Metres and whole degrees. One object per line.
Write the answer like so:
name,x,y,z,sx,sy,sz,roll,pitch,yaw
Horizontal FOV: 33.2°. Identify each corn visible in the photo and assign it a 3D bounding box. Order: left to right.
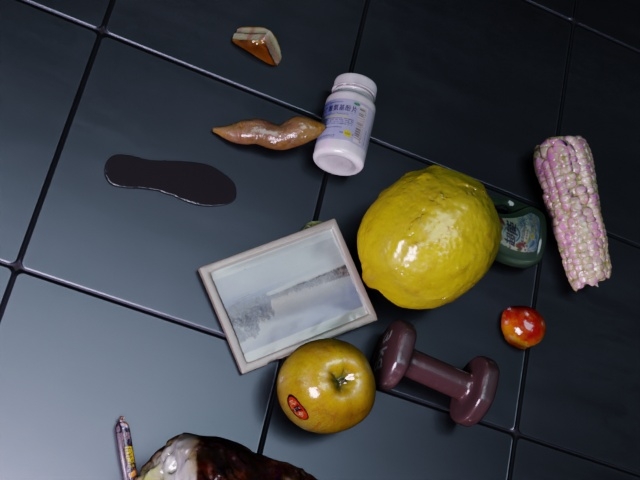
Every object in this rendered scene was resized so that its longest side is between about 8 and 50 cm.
corn,0.537,-0.063,2.263,0.126,0.126,0.335,-5,74,-24

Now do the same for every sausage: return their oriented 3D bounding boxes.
sausage,-0.317,0.391,1.799,0.028,0.025,0.198,-4,74,-31

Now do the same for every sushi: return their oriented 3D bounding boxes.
sushi,-0.146,0.486,1.684,0.294,0.281,0.300,27,56,-24

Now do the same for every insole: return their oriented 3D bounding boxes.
insole,-0.277,-0.115,2.008,0.253,0.005,0.086,10,67,-20

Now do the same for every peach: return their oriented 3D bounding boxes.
peach,0.415,0.169,2.163,0.098,0.061,0.098,4,77,-19

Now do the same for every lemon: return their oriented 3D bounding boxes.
lemon,0.205,-0.003,2.030,0.284,0.260,0.261,-23,82,-32

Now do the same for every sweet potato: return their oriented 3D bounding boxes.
sweet potato,-0.099,-0.206,2.076,0.218,0.051,0.065,-3,105,-4

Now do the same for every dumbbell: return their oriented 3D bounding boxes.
dumbbell,0.212,0.249,2.014,0.225,0.124,0.140,24,65,-14

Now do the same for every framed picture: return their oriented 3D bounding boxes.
framed picture,-0.058,0.100,2.001,0.289,0.016,0.213,-20,82,-23

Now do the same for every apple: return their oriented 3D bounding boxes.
apple,0.013,0.258,1.910,0.182,0.155,0.183,8,66,-19

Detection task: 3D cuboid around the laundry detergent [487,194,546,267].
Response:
laundry detergent,0.352,-0.029,2.201,0.221,0.078,0.144,16,65,-14

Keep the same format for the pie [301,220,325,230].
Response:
pie,0.001,-0.001,2.073,0.084,0.021,0.084,7,70,-21

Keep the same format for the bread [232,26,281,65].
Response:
bread,-0.117,-0.396,2.144,0.109,0.062,0.043,30,62,-14

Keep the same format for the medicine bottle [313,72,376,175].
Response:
medicine bottle,0.052,-0.231,2.130,0.102,0.103,0.187,20,66,-15
